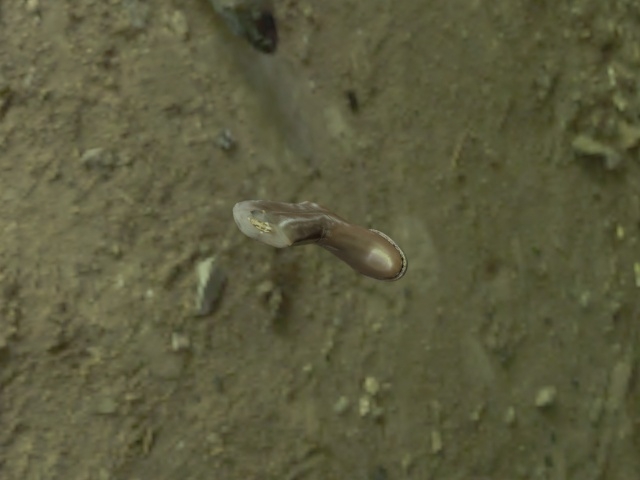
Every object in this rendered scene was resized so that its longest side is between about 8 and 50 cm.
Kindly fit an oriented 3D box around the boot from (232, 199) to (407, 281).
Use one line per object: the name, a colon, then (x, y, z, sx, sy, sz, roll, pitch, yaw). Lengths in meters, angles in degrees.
boot: (0.000, 0.000, 0.928, 0.114, 0.106, 0.037, 4, 111, -63)
